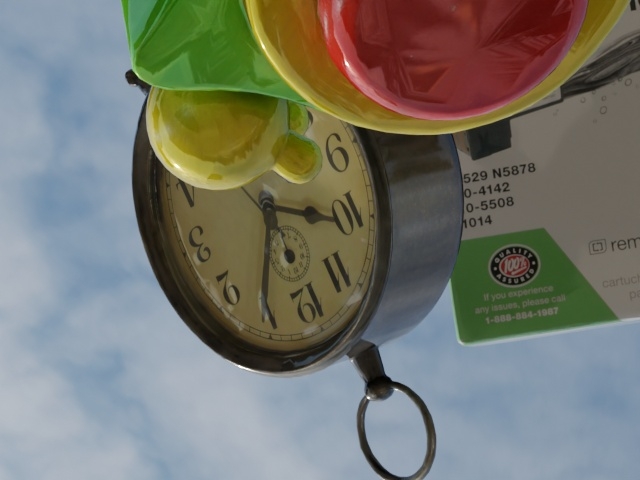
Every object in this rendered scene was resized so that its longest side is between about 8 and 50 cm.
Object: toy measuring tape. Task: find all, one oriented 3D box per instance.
[{"bbox_3d":[0.064,-0.130,0.489,0.121,0.121,0.330,47,-63,16],"label":"toy measuring tape"}]

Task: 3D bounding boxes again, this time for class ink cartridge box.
[{"bbox_3d":[0.134,-0.066,0.966,0.160,0.092,0.219,-10,-95,12],"label":"ink cartridge box"}]

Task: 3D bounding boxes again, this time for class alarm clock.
[{"bbox_3d":[0.000,0.000,0.712,0.129,0.064,0.192,-30,-103,43],"label":"alarm clock"}]
